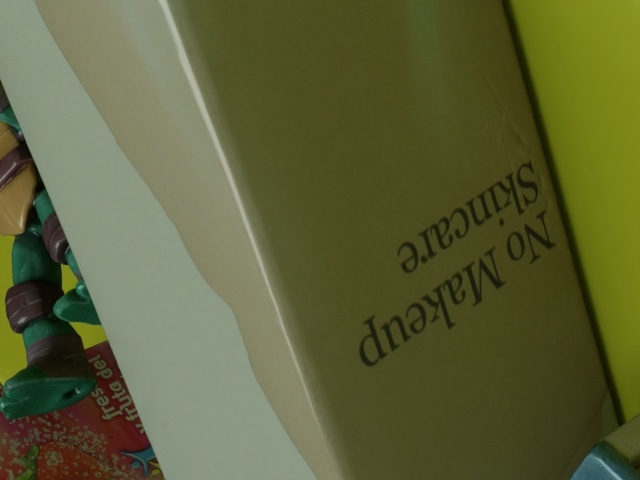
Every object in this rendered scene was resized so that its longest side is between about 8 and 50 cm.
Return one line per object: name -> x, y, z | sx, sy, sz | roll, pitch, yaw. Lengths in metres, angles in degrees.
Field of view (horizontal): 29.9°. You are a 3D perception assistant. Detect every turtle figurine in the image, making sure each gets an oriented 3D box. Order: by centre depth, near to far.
turtle figurine -> -0.174, -0.031, 0.654 | 0.234, 0.118, 0.175 | 56, 144, 28

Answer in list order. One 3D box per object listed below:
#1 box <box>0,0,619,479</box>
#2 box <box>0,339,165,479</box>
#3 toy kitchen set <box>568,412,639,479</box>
box -> 0.000, 0.000, 0.446 | 0.121, 0.148, 0.311 | 2, 118, 49
box -> -0.073, 0.213, 0.664 | 0.300, 0.142, 0.154 | 50, 145, 23
toy kitchen set -> 0.163, 0.081, 0.326 | 0.166, 0.122, 0.207 | 43, 142, 21
